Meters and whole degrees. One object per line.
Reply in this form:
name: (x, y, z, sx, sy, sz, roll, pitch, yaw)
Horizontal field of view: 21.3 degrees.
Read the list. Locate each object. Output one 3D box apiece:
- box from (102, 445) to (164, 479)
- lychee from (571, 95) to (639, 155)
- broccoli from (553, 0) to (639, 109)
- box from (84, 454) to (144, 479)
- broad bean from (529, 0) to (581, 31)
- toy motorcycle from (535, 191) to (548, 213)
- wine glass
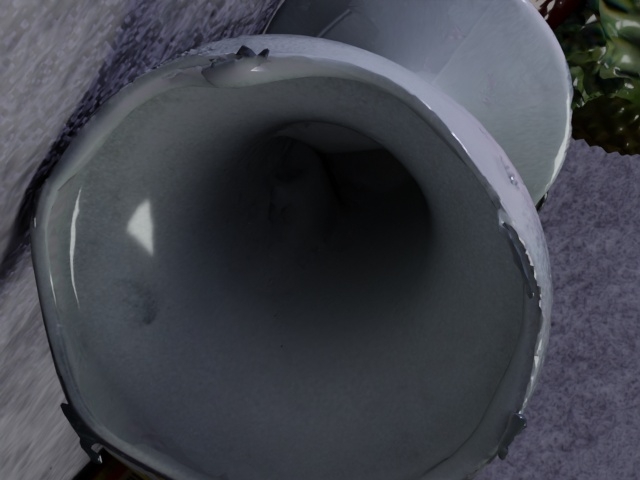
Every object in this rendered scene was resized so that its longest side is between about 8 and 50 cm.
box: (-0.012, 0.031, 0.948, 0.265, 0.097, 0.168, -54, 175, -10)
lychee: (0.299, -0.199, 1.472, 0.270, 0.270, 0.320, -55, -147, 6)
broccoli: (0.232, -0.147, 1.151, 0.177, 0.275, 0.198, -28, -135, 65)
box: (-0.100, 0.178, 1.146, 0.197, 0.089, 0.313, -60, 172, 32)
broad bean: (0.103, -0.147, 0.963, 0.165, 0.084, 0.114, -49, 159, 5)
toy motorcycle: (0.075, 0.054, 1.312, 0.275, 0.127, 0.205, -45, -141, 15)
wine glass: (0.008, -0.017, 0.580, 0.165, 0.165, 0.196, -58, -178, 30)
